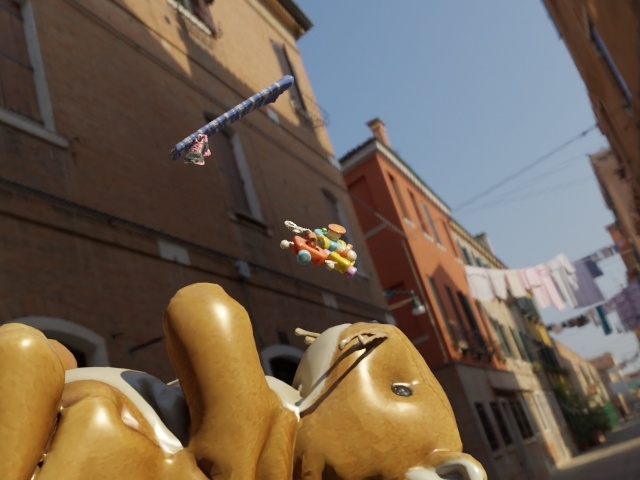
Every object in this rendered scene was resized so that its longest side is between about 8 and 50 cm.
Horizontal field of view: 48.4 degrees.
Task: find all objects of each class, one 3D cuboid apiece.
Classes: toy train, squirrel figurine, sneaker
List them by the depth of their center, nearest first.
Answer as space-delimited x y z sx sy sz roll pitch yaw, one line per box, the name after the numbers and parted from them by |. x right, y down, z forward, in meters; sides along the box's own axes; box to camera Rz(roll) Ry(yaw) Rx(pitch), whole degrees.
-0.059 0.233 0.580 0.370 0.397 0.281 -1 -17 -18 | squirrel figurine
0.000 0.000 1.062 0.125 0.166 0.046 28 -76 -15 | toy train
-0.275 -0.205 1.591 0.047 0.119 0.057 9 -65 -2 | sneaker

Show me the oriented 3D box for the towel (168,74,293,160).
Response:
-0.226 -0.302 1.783 0.336 0.040 0.243 -35 10 -12 | towel
